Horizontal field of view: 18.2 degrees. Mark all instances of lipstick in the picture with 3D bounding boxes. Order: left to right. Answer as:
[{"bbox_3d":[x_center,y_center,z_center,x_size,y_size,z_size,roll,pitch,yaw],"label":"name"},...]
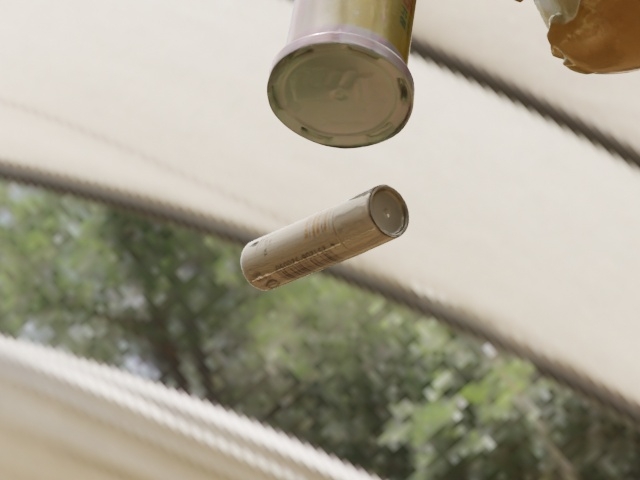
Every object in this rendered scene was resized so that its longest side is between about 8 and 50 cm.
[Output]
[{"bbox_3d":[0.000,0.000,1.400,0.141,0.040,0.040,-24,4,44],"label":"lipstick"}]

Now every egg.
[{"bbox_3d":[0.316,-0.270,1.968,0.244,0.201,0.201,-13,-1,20],"label":"egg"}]

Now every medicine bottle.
[{"bbox_3d":[0.043,-0.260,1.571,0.108,0.108,0.426,-52,20,46],"label":"medicine bottle"}]

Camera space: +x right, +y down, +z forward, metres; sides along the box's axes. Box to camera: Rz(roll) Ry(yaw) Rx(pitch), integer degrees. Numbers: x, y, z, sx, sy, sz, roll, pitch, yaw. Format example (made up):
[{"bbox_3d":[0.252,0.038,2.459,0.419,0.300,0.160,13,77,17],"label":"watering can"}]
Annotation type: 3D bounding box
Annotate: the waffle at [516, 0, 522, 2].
[{"bbox_3d":[0.135,-0.255,1.752,0.092,0.135,0.021,-45,-22,-55],"label":"waffle"}]
